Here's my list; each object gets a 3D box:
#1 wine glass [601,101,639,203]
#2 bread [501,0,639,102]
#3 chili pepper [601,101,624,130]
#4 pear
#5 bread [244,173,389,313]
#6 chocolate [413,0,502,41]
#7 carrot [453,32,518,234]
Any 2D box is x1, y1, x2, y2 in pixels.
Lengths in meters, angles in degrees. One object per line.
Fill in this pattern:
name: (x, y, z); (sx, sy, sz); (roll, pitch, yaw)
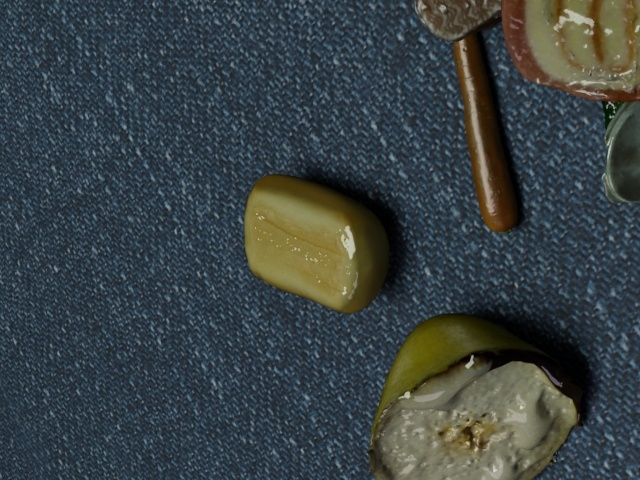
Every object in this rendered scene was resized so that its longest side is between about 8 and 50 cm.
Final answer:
wine glass: (0.386, -0.057, 1.745); (0.232, 0.156, 0.156); (27, 125, 47)
bread: (0.272, -0.246, 1.742); (0.190, 0.123, 0.244); (6, 126, 20)
chili pepper: (0.295, -0.156, 1.893); (0.055, 0.035, 0.118); (-32, 84, 34)
pear: (0.153, 0.169, 2.099); (0.178, 0.267, 0.267); (-111, 31, -43)
bread: (0.000, 0.000, 2.259); (0.217, 0.098, 0.147); (25, 122, 39)
chocolate: (0.185, -0.304, 1.915); (0.214, 0.093, 0.148); (-22, 86, 51)
carrot: (0.180, -0.126, 2.040); (0.043, 0.043, 0.248); (-4, 100, 51)
